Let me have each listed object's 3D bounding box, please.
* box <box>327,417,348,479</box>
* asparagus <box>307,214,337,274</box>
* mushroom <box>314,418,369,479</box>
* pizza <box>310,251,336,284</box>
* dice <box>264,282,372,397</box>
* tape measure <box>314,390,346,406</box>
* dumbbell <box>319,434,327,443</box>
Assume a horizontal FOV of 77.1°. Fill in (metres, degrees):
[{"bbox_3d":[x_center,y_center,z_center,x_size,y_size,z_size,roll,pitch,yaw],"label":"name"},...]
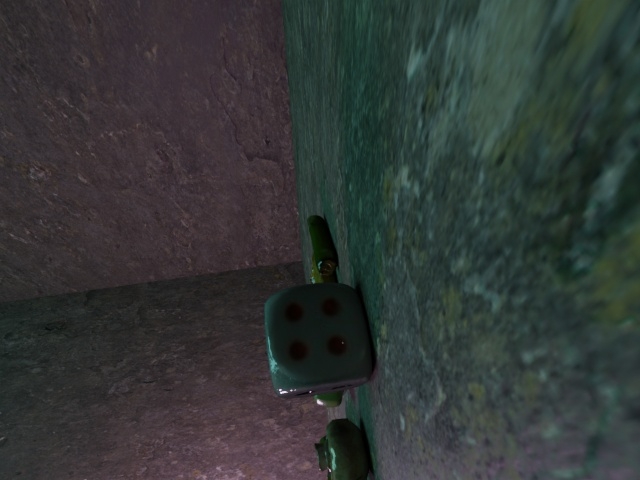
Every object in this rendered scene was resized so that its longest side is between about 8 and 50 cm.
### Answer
[{"bbox_3d":[0.067,0.689,1.205,0.260,0.062,0.175,-63,-35,-79],"label":"box"},{"bbox_3d":[0.002,0.000,1.164,0.277,0.060,0.067,-105,-11,-54],"label":"asparagus"},{"bbox_3d":[0.054,0.536,1.002,0.166,0.127,0.166,-12,-90,-89],"label":"mushroom"},{"bbox_3d":[0.013,0.195,1.230,0.287,0.075,0.279,87,174,-45],"label":"pizza"},{"bbox_3d":[-0.008,0.200,0.801,0.194,0.192,0.193,96,164,-65],"label":"dice"},{"bbox_3d":[0.032,0.389,1.162,0.200,0.106,0.175,93,-177,-55],"label":"tape measure"},{"bbox_3d":[0.068,0.836,1.397,0.121,0.108,0.301,108,154,-83],"label":"dumbbell"}]
